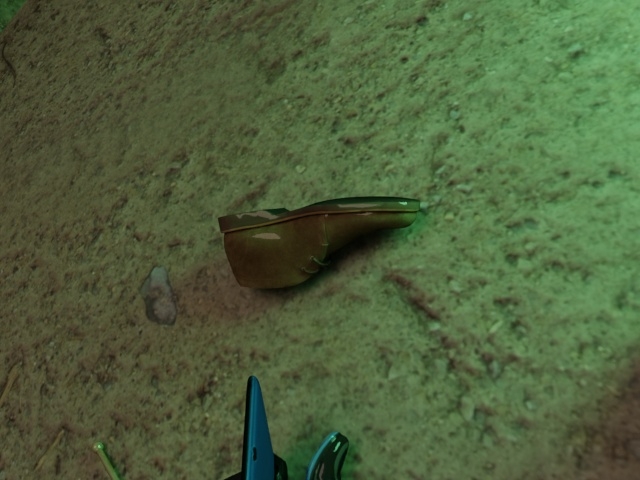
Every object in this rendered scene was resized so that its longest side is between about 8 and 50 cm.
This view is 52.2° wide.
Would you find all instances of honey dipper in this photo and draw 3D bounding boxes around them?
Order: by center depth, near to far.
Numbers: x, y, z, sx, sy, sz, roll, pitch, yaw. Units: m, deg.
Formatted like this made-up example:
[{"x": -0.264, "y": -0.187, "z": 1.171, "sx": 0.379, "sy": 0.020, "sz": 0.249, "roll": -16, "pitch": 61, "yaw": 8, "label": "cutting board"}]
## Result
[{"x": -0.304, "y": 0.349, "z": 0.962, "sx": 0.161, "sy": 0.030, "sz": 0.030, "roll": 30, "pitch": 84, "yaw": 47, "label": "honey dipper"}]

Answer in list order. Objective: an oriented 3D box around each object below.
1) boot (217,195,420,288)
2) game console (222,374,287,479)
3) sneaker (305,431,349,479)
[{"x": 0.000, "y": 0.000, "z": 0.917, "sx": 0.306, "sy": 0.112, "sz": 0.115, "roll": -9, "pitch": 89, "yaw": 28, "label": "boot"}, {"x": -0.121, "y": 0.336, "z": 0.684, "sx": 0.250, "sy": 0.173, "sz": 0.293, "roll": -31, "pitch": 32, "yaw": 19, "label": "game console"}, {"x": 0.019, "y": 0.311, "z": 0.729, "sx": 0.078, "sy": 0.067, "sz": 0.188, "roll": -3, "pitch": 59, "yaw": 11, "label": "sneaker"}]
